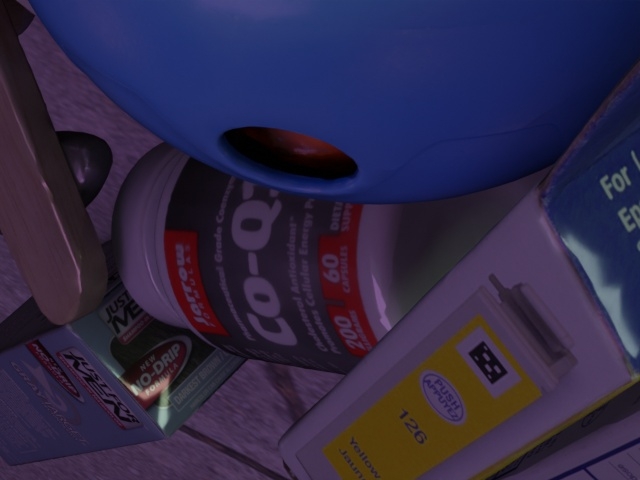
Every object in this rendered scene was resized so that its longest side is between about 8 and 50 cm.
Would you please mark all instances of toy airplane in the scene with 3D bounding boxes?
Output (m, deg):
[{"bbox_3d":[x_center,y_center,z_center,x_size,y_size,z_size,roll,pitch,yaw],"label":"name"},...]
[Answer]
[{"bbox_3d":[-0.265,-0.180,0.918,0.384,0.272,0.386,22,109,17],"label":"toy airplane"}]

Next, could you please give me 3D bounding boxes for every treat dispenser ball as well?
[{"bbox_3d":[0.021,-0.156,0.499,0.288,0.288,0.288,32,148,22],"label":"treat dispenser ball"}]

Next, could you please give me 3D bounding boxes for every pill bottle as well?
[{"bbox_3d":[0.000,0.000,0.856,0.283,0.161,0.161,3,131,50],"label":"pill bottle"}]

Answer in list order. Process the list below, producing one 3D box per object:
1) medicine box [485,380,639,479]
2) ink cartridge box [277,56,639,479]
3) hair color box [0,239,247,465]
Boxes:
[{"bbox_3d":[0.245,0.167,0.772,0.263,0.149,0.289,44,151,1],"label":"medicine box"},{"bbox_3d":[0.149,-0.034,0.473,0.072,0.304,0.307,53,152,6],"label":"ink cartridge box"},{"bbox_3d":[-0.172,0.078,1.149,0.113,0.185,0.374,51,151,-10],"label":"hair color box"}]
